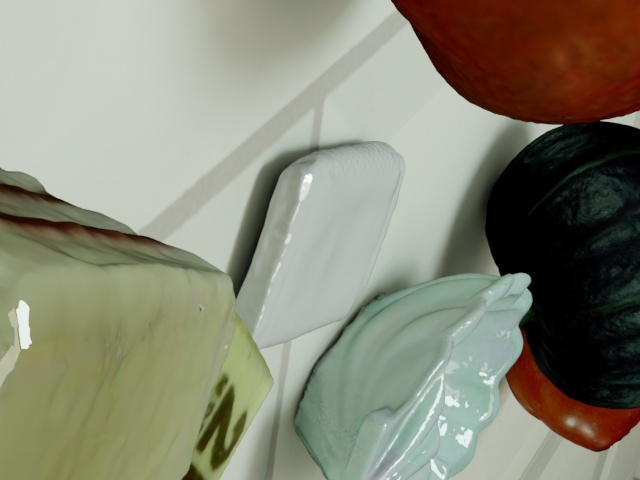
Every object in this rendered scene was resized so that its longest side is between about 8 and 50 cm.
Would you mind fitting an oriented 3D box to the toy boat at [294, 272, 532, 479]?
[{"bbox_3d":[0.064,0.112,1.151,0.290,0.100,0.199,-32,140,-61],"label":"toy boat"}]

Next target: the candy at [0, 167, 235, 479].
[{"bbox_3d":[-0.155,0.131,0.517,0.320,0.135,0.179,-68,163,2],"label":"candy"}]

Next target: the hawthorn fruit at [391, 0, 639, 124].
[{"bbox_3d":[0.162,-0.199,0.757,0.265,0.307,0.265,56,19,-31],"label":"hawthorn fruit"}]

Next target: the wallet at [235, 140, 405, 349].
[{"bbox_3d":[0.000,0.000,0.954,0.183,0.032,0.124,-17,127,-69],"label":"wallet"}]

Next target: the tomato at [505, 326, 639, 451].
[{"bbox_3d":[0.267,0.098,1.640,0.200,0.140,0.233,-59,-165,-3],"label":"tomato"}]

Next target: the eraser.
[{"bbox_3d":[-0.093,0.114,0.786,0.172,0.058,0.117,-61,160,-19],"label":"eraser"}]

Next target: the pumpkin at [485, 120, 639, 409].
[{"bbox_3d":[0.210,0.029,1.327,0.248,0.248,0.248,-54,157,-35],"label":"pumpkin"}]
